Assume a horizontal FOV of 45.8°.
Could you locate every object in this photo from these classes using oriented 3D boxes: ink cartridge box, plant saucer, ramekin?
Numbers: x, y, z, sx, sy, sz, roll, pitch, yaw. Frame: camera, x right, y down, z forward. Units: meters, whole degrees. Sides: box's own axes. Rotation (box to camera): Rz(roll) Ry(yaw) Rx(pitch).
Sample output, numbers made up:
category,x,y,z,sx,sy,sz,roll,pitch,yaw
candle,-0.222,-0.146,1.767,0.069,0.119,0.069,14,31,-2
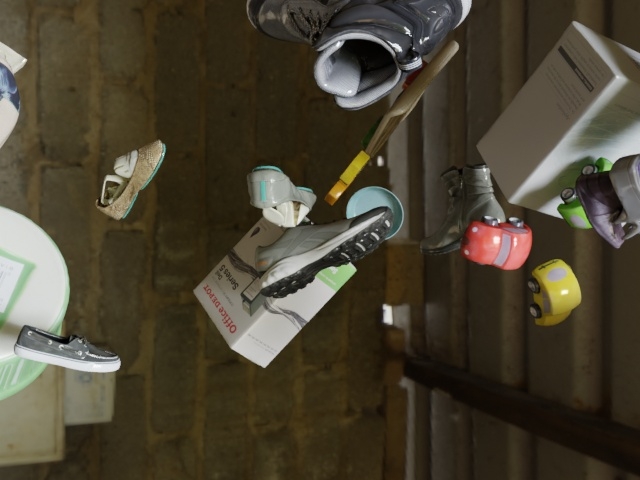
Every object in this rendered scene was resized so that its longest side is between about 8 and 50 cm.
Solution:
category,x,y,z,sx,sy,sz,roll,pitch,yaw
ink cartridge box,-0.095,0.082,1.510,0.273,0.114,0.198,-47,-135,3
plant saucer,0.114,-0.058,1.571,0.021,0.119,0.120,-60,159,-65
ramekin,-0.533,0.087,1.148,0.148,0.303,0.304,-44,-131,48

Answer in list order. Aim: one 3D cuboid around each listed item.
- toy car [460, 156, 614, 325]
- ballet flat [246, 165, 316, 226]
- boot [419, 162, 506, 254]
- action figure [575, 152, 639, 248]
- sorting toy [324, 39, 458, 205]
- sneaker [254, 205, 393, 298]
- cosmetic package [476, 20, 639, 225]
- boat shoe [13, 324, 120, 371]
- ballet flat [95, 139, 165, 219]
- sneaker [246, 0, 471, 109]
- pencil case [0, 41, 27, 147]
category,x,y,z,sx,sy,sz,roll,pitch,yaw
toy car,0.319,-0.010,0.987,0.225,0.239,0.053,-50,-145,2
ballet flat,-0.056,-0.052,1.090,0.213,0.072,0.068,29,56,-74
boot,0.276,-0.065,1.529,0.246,0.083,0.161,-21,-95,57
action figure,0.363,-0.081,0.629,0.099,0.185,0.285,56,-37,-1
sorting toy,0.112,-0.205,1.327,0.307,0.041,0.229,-51,179,-28
sneaker,0.000,0.000,1.326,0.100,0.271,0.108,41,26,-63
cosmetic package,0.389,-0.148,1.075,0.225,0.224,0.138,-55,-145,35
boat shoe,-0.340,0.147,1.030,0.049,0.142,0.040,31,-75,67
ballet flat,-0.355,-0.112,1.383,0.206,0.067,0.073,-49,-142,34
sneaker,0.008,-0.217,0.778,0.268,0.153,0.101,8,-37,34
pencil case,-0.410,-0.196,0.656,0.410,0.159,0.184,89,26,-75
